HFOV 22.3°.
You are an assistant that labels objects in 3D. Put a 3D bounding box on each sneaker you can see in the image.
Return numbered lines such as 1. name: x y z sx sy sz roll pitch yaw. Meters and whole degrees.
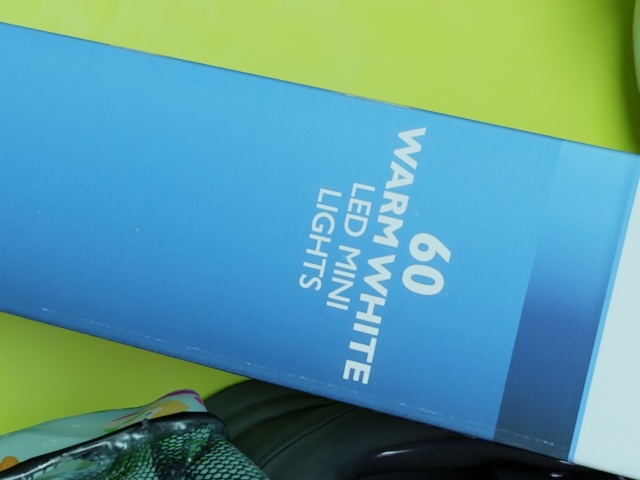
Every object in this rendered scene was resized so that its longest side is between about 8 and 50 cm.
1. sneaker: 0.094 0.088 0.544 0.286 0.130 0.109 -10 95 -14

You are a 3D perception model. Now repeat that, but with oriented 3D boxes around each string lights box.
1. string lights box: 0.000 0.000 0.452 0.260 0.133 0.077 13 91 15

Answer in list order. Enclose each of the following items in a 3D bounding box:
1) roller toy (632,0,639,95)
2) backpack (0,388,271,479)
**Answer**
1. roller toy: 0.215 -0.076 0.537 0.191 0.146 0.209 -36 94 -17
2. backpack: -0.054 0.153 0.369 0.191 0.253 0.225 -12 102 -9
